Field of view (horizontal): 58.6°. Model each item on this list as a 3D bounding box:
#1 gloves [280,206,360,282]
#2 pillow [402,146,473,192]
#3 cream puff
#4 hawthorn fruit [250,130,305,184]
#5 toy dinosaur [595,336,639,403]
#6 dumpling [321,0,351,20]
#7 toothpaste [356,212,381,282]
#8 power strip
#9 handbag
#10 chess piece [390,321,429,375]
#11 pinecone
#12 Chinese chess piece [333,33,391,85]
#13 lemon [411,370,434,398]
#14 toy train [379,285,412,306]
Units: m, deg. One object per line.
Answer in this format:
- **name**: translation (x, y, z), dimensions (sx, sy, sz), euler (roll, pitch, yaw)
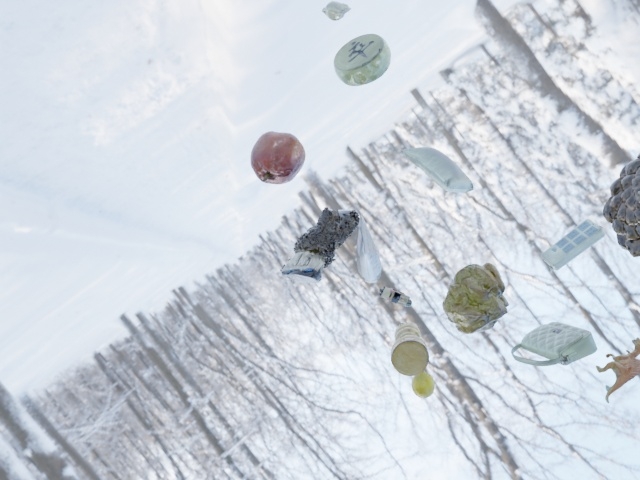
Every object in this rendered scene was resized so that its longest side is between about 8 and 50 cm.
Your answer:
- **gloves**: translation (0.007, 0.003, 1.865), dimensions (0.312, 0.135, 0.210), euler (-54, -174, -28)
- **pillow**: translation (0.396, -0.245, 1.929), dimensions (0.144, 0.254, 0.078), euler (-8, 133, -34)
- **cream puff**: translation (0.519, 0.196, 1.899), dimensions (0.244, 0.196, 0.244), euler (-21, 148, -14)
- **hawthorn fruit**: translation (-0.149, -0.263, 1.897), dimensions (0.179, 0.179, 0.200), euler (-33, -154, 43)
- **toy dinosaur**: translation (0.880, 0.381, 1.643), dimensions (0.142, 0.057, 0.212), euler (-33, -159, 31)
- **dumpling**: translation (0.044, -0.605, 1.488), dimensions (0.057, 0.052, 0.076), euler (-53, -161, -20)
- **toothpaste**: translation (0.119, 0.036, 1.458), dimensions (0.066, 0.100, 0.323), euler (-6, 160, 7)
- **power strip**: translation (0.743, 0.013, 1.681), dimensions (0.192, 0.035, 0.081), euler (-40, -155, 12)
- **handbag**: translation (0.761, 0.353, 1.901), dimensions (0.219, 0.079, 0.256), euler (-22, -175, -11)
- **chess piece**: translation (0.156, 0.183, 1.002), dimensions (0.066, 0.066, 0.122), euler (-36, -175, 13)
- **pinecone**: translation (0.656, -0.075, 1.018), dimensions (0.257, 0.243, 0.243), euler (-25, 180, -19)
- **Chinese chess piece**: translation (0.134, -0.584, 1.843), dimensions (0.189, 0.083, 0.188), euler (-16, -131, 20)
- **lemon**: translation (0.271, 0.381, 1.511), dimensions (0.062, 0.083, 0.062), euler (-8, -168, 2)
- **toy train**: translation (0.283, 0.211, 2.124), dimensions (0.087, 0.138, 0.050), euler (24, -89, 58)
